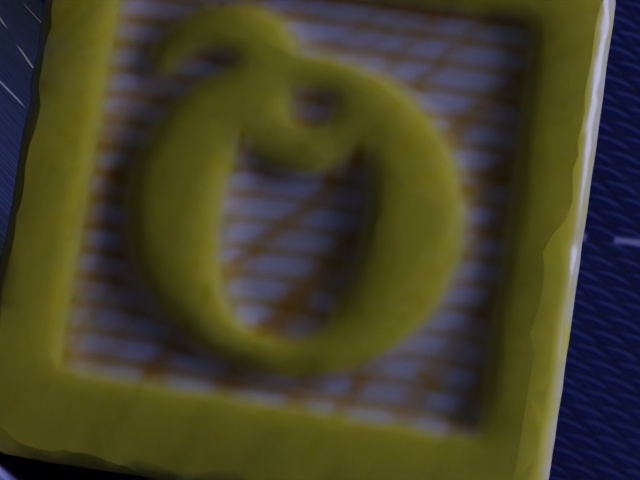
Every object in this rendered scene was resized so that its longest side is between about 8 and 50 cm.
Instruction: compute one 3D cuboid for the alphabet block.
[{"bbox_3d":[0.000,0.000,0.621,0.193,0.192,0.197,7,-4,7],"label":"alphabet block"}]
